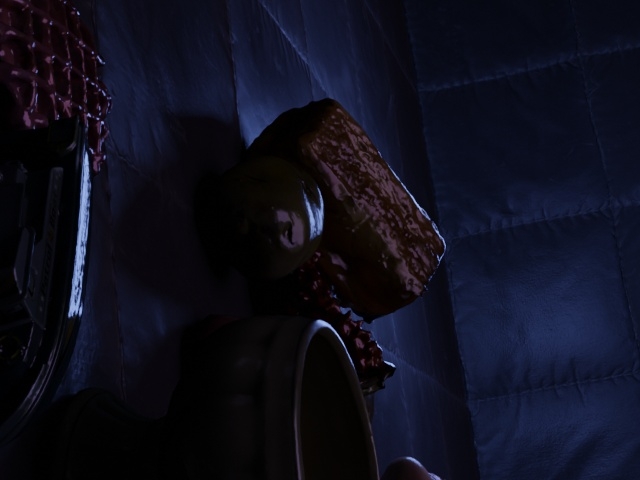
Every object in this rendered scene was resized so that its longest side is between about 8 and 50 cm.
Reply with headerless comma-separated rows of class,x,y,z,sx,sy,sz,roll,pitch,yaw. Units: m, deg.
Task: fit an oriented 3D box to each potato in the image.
potato,-0.071,-0.033,1.643,0.200,0.137,0.154,-64,140,-67

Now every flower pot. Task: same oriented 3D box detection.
flower pot,-0.091,0.225,1.109,0.307,0.244,0.307,-11,90,-75

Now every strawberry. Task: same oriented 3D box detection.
strawberry,-0.029,0.111,1.804,0.306,0.138,0.233,55,-9,9

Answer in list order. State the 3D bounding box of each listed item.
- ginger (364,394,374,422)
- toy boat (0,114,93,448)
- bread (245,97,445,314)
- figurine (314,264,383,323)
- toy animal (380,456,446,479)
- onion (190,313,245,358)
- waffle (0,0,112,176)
ginger,0.036,0.202,2.026,0.333,0.080,0.166,-87,152,-56
toy boat,-0.237,0.029,0.927,0.122,0.114,0.296,73,12,-51
bread,0.034,-0.045,1.905,0.344,0.149,0.195,53,42,-16
figurine,0.053,0.074,2.031,0.195,0.111,0.102,12,52,-45
toy animal,0.134,0.448,2.025,0.198,0.171,0.171,-33,111,-69
onion,-0.065,0.201,1.520,0.283,0.120,0.227,28,57,-74
waffle,-0.253,-0.158,1.150,0.221,0.056,0.234,-82,156,-56
